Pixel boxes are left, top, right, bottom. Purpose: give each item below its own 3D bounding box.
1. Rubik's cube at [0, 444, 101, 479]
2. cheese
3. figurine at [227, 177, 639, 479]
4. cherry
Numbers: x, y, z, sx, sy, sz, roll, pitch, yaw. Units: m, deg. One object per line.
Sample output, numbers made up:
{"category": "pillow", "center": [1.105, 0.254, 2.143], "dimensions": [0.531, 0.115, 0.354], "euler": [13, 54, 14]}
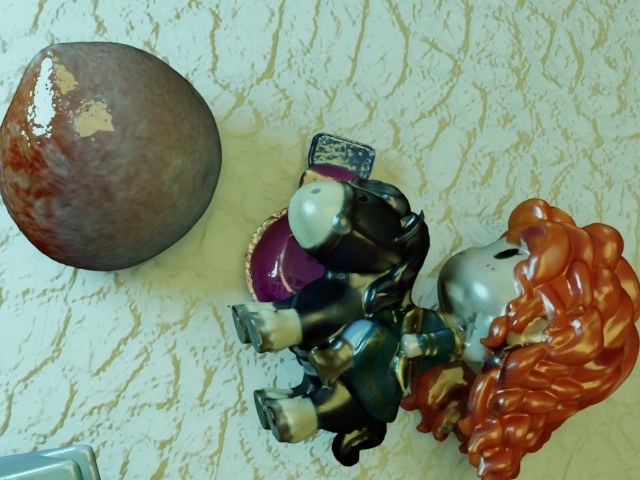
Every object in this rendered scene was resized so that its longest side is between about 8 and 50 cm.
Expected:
{"category": "Rubik's cube", "center": [-0.342, 0.352, 0.911], "dimensions": [0.368, 0.387, 0.358], "euler": [-15, 91, 0]}
{"category": "cheese", "center": [0.000, 0.000, 1.197], "dimensions": [0.155, 0.062, 0.244], "euler": [15, 75, -7]}
{"category": "figurine", "center": [0.114, 0.087, 1.102], "dimensions": [0.411, 0.241, 0.306], "euler": [14, 74, -11]}
{"category": "cherry", "center": [-0.211, -0.085, 1.093], "dimensions": [0.239, 0.239, 0.206], "euler": [-30, 82, -14]}
